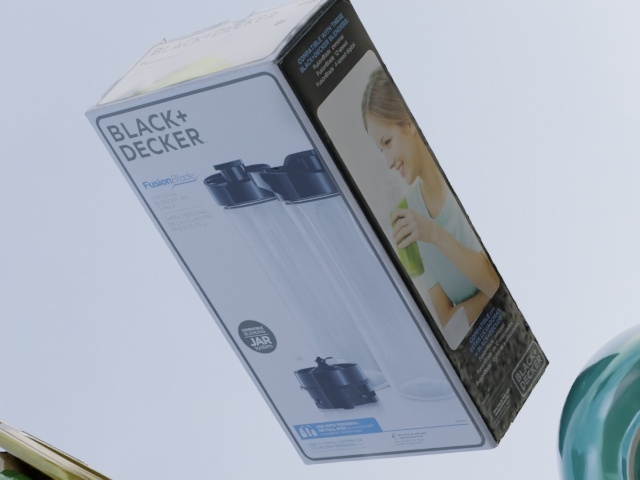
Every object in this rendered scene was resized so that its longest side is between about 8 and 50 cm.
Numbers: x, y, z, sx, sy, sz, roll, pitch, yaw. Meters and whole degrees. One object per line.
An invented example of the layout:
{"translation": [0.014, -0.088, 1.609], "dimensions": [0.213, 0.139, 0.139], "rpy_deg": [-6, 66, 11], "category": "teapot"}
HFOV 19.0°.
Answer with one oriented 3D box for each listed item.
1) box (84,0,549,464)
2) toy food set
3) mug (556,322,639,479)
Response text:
{"translation": [0.000, 0.000, 1.197], "dimensions": [0.087, 0.169, 0.290], "rpy_deg": [-50, -60, -41], "category": "box"}
{"translation": [-0.133, 0.151, 0.989], "dimensions": [0.128, 0.218, 0.071], "rpy_deg": [34, -100, -37], "category": "toy food set"}
{"translation": [0.176, 0.086, 0.881], "dimensions": [0.129, 0.097, 0.158], "rpy_deg": [7, -89, 5], "category": "mug"}
